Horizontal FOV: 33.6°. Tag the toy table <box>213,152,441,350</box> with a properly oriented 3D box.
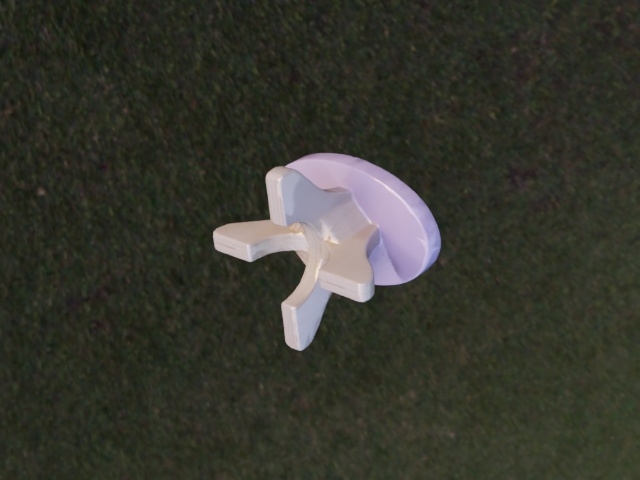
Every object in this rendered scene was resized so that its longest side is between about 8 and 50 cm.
[{"bbox_3d":[0.000,0.000,1.378,0.161,0.274,0.252,-32,117,-41],"label":"toy table"}]
